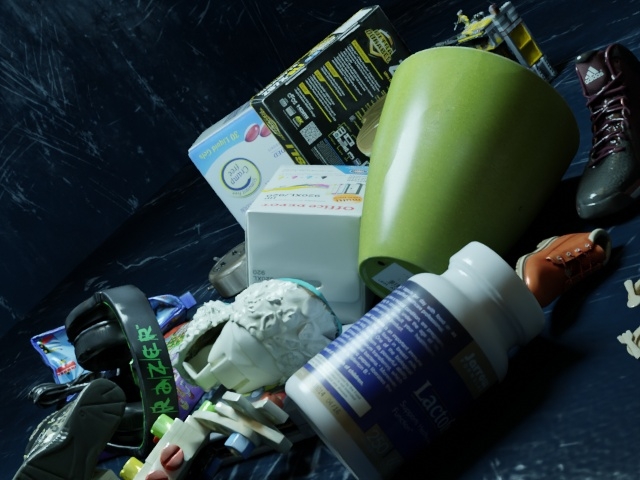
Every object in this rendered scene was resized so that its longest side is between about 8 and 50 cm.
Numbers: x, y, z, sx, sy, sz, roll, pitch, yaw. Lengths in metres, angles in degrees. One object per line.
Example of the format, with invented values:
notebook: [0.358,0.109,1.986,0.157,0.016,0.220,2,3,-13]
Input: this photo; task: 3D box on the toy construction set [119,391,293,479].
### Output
toy construction set: [-0.187,0.293,1.388,0.328,0.151,0.215,-39,-14,-20]

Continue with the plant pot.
plant pot: [0.169,-0.056,1.520,0.275,0.275,0.293,-16,42,53]

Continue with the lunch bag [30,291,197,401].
lunch bag: [-0.368,0.177,2.146,0.293,0.138,0.221,-31,-7,-9]

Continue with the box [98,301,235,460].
box: [-0.257,0.234,1.917,0.201,0.057,0.293,-24,20,39]

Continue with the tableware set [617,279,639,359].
tableware set: [0.369,0.051,1.135,0.169,0.020,0.141,-31,16,23]

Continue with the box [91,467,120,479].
box: [-0.334,0.384,1.565,0.114,0.103,0.203,-45,17,-29]

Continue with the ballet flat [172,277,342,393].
ballet flat: [-0.098,0.147,1.494,0.147,0.147,0.409,-43,8,-22]

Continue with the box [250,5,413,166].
box: [0.080,-0.180,1.883,0.257,0.322,0.079,-42,16,-13]

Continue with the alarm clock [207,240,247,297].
alarm clock: [-0.147,0.049,2.219,0.129,0.064,0.192,-45,20,-28]

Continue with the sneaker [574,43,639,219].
sneaker: [0.363,-0.156,1.476,0.106,0.162,0.281,-21,22,39]

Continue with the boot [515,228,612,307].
boot: [0.280,0.029,1.308,0.085,0.059,0.158,-16,15,37]

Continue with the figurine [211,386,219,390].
figurine: [-0.078,0.123,1.808,0.215,0.092,0.209,-29,13,25]

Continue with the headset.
headset: [-0.315,0.201,1.665,0.185,0.243,0.394,-13,-3,-22]

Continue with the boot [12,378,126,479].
boot: [-0.361,0.303,1.526,0.179,0.085,0.236,-34,21,55]

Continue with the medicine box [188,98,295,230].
medicine box: [-0.042,-0.134,2.077,0.263,0.289,0.149,-31,14,21]

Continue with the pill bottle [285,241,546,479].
pill bottle: [0.106,0.130,1.236,0.265,0.153,0.153,-40,15,-8]

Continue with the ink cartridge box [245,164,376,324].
ink cartridge box: [0.000,0.000,1.677,0.171,0.168,0.232,2,21,11]

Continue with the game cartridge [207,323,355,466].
game cartridge: [-0.059,0.212,1.561,0.294,0.060,0.196,-25,15,37]

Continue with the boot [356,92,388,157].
boot: [0.136,-0.133,1.755,0.077,0.165,0.213,-40,13,17]

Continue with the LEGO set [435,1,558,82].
LEGO set: [0.255,-0.307,2.108,0.255,0.192,0.331,-41,16,-14]
